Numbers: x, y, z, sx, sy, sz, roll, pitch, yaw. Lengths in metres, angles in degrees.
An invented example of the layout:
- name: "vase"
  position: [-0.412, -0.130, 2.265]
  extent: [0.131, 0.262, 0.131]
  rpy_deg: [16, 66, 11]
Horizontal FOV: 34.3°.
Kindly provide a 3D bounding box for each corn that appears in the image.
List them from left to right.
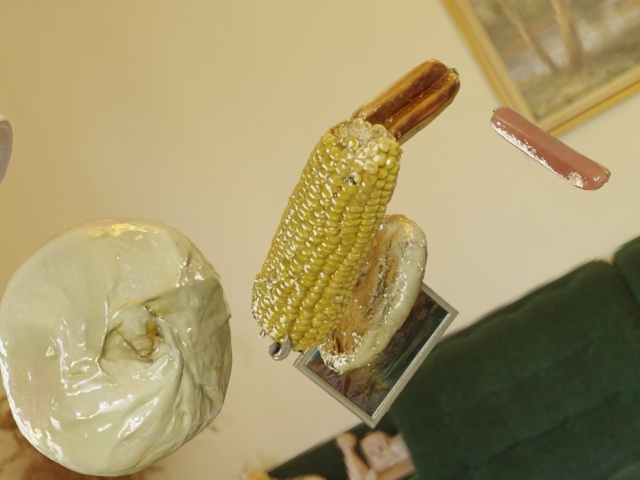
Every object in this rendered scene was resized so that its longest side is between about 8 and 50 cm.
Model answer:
- name: "corn"
  position: [0.000, 0.000, 1.010]
  extent: [0.106, 0.106, 0.293]
  rpy_deg: [-28, -30, -39]

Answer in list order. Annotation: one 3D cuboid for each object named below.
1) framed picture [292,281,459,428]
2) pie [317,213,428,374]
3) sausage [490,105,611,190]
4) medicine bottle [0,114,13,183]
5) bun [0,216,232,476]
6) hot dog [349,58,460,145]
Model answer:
- name: "framed picture"
  position: [0.096, 0.163, 1.730]
  extent: [0.250, 0.184, 0.016]
  rpy_deg: [-51, 16, -9]
- name: "pie"
  position: [0.069, 0.073, 1.565]
  extent: [0.274, 0.055, 0.274]
  rpy_deg: [-48, 28, 36]
- name: "sausage"
  position: [0.233, -0.096, 1.070]
  extent: [0.030, 0.147, 0.035]
  rpy_deg: [-23, -41, -38]
- name: "medicine bottle"
  position: [-0.668, -0.171, 1.752]
  extent: [0.254, 0.152, 0.152]
  rpy_deg: [14, -1, 1]
- name: "bun"
  position: [-0.262, 0.147, 1.428]
  extent: [0.361, 0.361, 0.213]
  rpy_deg: [-28, 13, -34]
- name: "hot dog"
  position: [0.106, -0.166, 1.323]
  extent: [0.188, 0.072, 0.055]
  rpy_deg: [-38, -8, -22]
